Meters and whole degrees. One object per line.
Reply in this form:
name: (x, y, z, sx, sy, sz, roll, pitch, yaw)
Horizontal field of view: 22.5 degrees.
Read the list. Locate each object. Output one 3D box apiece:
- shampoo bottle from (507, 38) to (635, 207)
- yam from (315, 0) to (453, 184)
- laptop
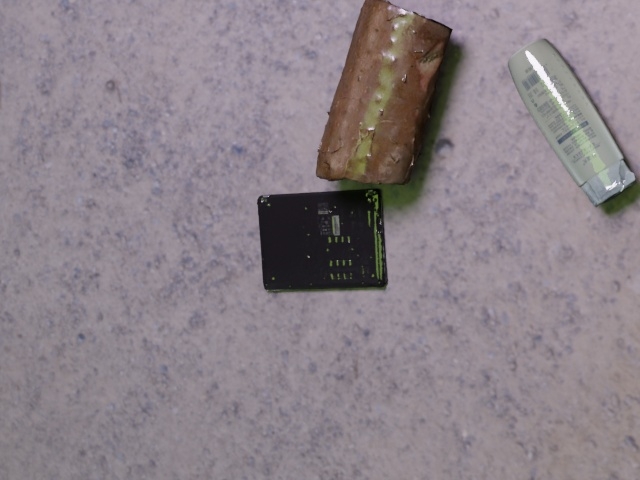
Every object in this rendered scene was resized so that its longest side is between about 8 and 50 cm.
shampoo bottle: (0.300, -0.142, 1.933, 0.072, 0.049, 0.212, -33, 79, 20)
yam: (0.079, -0.178, 1.990, 0.128, 0.129, 0.238, 21, 102, 23)
laptop: (0.000, 0.000, 2.106, 0.180, 0.016, 0.129, -3, 92, 27)
